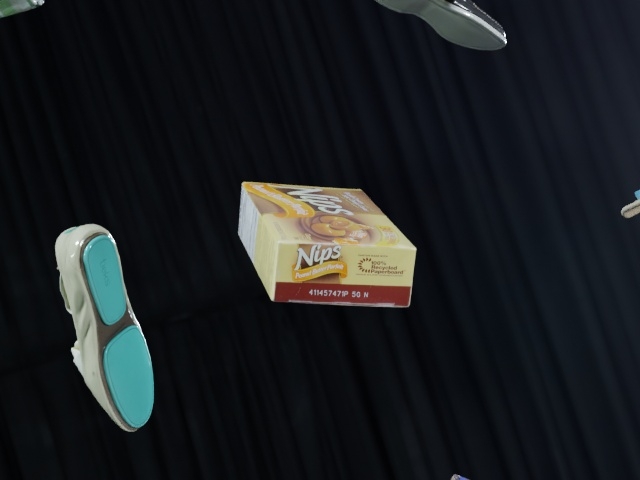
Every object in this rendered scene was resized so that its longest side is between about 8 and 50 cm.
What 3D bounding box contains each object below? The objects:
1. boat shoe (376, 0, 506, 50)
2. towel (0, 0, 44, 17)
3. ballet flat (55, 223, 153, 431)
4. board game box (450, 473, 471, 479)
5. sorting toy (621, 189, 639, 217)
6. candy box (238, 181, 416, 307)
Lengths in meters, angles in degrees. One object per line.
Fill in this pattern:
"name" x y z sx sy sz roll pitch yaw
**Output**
"boat shoe" 0.094 -0.186 0.995 0.125 0.038 0.046 21 -21 -21
"towel" -0.375 -0.291 1.396 0.152 0.113 0.023 -3 43 46
"ballet flat" -0.250 0.097 1.449 0.086 0.249 0.086 -8 18 2
"board game box" 0.145 0.409 1.193 0.141 0.291 0.232 23 8 -11
"sorting toy" 0.214 -0.041 0.726 0.083 0.012 0.062 -26 -9 -20
"candy box" 0.000 0.000 1.748 0.182 0.088 0.316 4 15 -13
